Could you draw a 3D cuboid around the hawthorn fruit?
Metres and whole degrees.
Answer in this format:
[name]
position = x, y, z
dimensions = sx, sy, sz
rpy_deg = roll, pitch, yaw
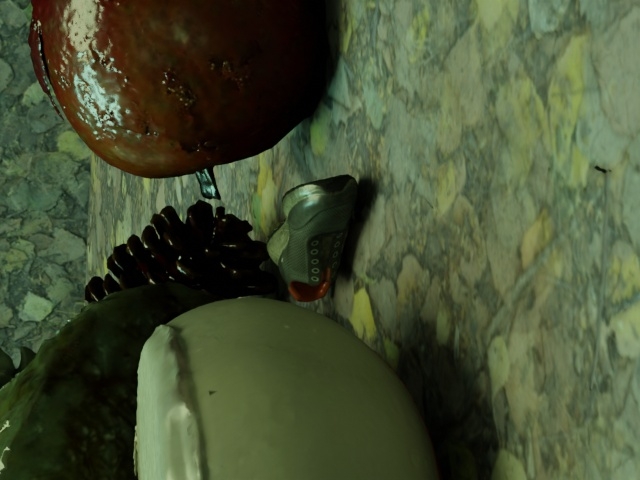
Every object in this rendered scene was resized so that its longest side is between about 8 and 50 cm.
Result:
[hawthorn fruit]
position = -0.135, -0.210, 1.473
dimensions = 0.316, 0.315, 0.316
rpy_deg = 179, 90, -73

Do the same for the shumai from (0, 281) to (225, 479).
[shumai]
position = -0.228, 0.255, 1.459
dimensions = 0.348, 0.395, 0.395
rpy_deg = -15, 76, 51

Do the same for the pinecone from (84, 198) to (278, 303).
[pinecone]
position = -0.154, 0.088, 1.651
dimensions = 0.292, 0.246, 0.246
rpy_deg = -62, 29, 24

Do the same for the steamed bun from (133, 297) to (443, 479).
[steamed bun]
position = -0.023, 0.229, 1.164
dimensions = 0.374, 0.241, 0.375
rpy_deg = 175, 90, -77

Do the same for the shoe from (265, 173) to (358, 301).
[shoe]
position = 0.000, 0.000, 1.383
dimensions = 0.194, 0.074, 0.077
rpy_deg = 123, 131, -65
